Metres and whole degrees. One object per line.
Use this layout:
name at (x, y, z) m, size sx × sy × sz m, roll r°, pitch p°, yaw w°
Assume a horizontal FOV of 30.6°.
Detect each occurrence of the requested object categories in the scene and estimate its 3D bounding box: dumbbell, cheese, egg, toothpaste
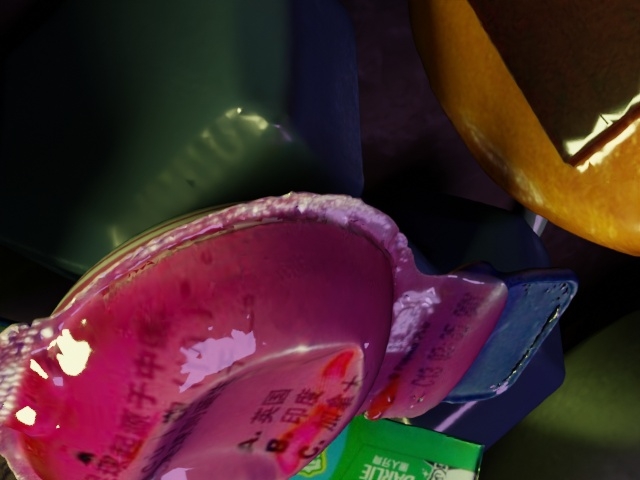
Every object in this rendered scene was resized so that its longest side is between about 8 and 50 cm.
dumbbell at (0.000, 0.000, 0.546) m, size 0.160 × 0.144 × 0.325 m, roll -41°, pitch 142°, yaw 8°
cheese at (-0.006, 0.040, 0.416) m, size 0.244 × 0.062 × 0.155 m, roll -3°, pitch 134°, yaw -36°
egg at (0.253, 0.184, 0.843) m, size 0.352 × 0.258 × 0.258 m, roll -39°, pitch 143°, yaw -8°
toothpaste at (-0.066, 0.081, 0.514) m, size 0.267 × 0.050 × 0.065 m, roll 14°, pitch 160°, yaw 2°

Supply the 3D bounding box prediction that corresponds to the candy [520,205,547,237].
candy at (0.069, 0.161, 0.804) m, size 0.119 × 0.119 × 0.439 m, roll 3°, pitch 117°, yaw -40°

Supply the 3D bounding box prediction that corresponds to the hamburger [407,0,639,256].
hamburger at (0.187, -0.114, 0.466) m, size 0.225 × 0.291 × 0.291 m, roll 1°, pitch 130°, yaw -50°
